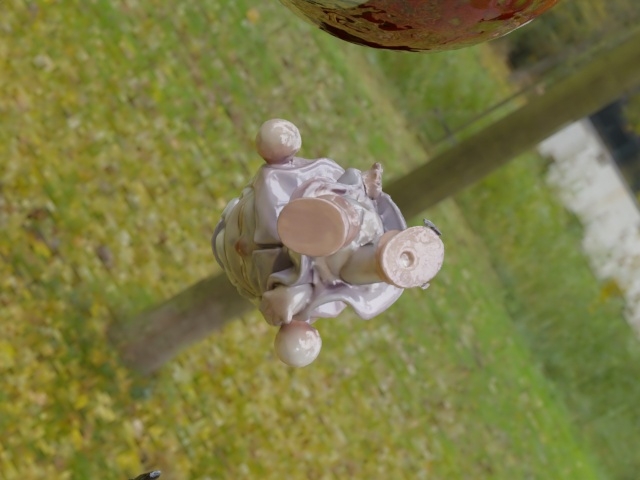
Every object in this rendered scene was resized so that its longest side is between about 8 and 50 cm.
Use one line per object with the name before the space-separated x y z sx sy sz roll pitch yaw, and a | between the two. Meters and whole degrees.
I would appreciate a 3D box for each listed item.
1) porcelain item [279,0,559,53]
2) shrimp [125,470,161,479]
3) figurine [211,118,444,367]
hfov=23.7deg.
porcelain item | 0.010 -0.190 0.693 0.253 0.253 0.253 56 11 -17
shrimp | -0.168 0.318 1.613 0.051 0.217 0.150 -21 90 -57
figurine | 0.000 0.000 1.211 0.276 0.133 0.200 -177 -99 -72
